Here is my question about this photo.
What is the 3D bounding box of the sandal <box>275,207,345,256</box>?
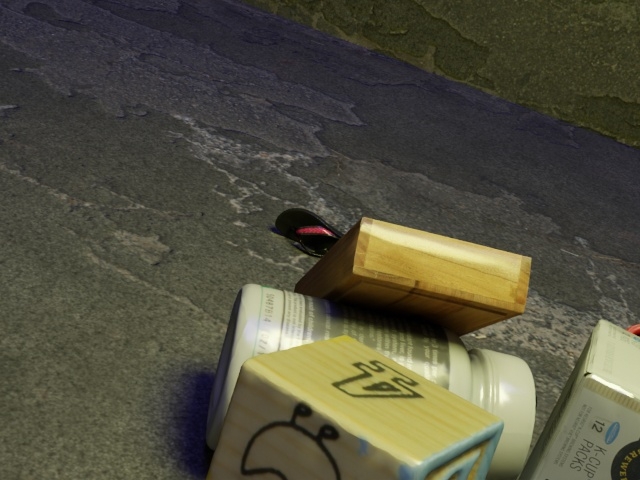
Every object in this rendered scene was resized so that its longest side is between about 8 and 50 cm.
[{"bbox_3d":[0.000,0.000,1.618,0.179,0.067,0.040,27,39,12],"label":"sandal"}]

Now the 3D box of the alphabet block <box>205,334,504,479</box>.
[{"bbox_3d":[0.028,0.223,0.904,0.197,0.192,0.193,25,13,29],"label":"alphabet block"}]

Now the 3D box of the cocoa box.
[{"bbox_3d":[0.284,0.291,0.878,0.228,0.347,0.231,26,13,14],"label":"cocoa box"}]

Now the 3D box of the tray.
[{"bbox_3d":[0.094,0.076,1.240,0.202,0.076,0.411,14,-15,-9],"label":"tray"}]

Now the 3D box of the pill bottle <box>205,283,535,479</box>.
[{"bbox_3d":[0.057,0.186,1.140,0.361,0.204,0.204,13,27,-8],"label":"pill bottle"}]

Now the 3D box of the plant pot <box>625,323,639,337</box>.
[{"bbox_3d":[0.479,0.239,1.327,0.191,0.174,0.191,14,26,-7],"label":"plant pot"}]

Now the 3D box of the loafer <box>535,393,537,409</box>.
[{"bbox_3d":[0.224,0.234,1.325,0.170,0.062,0.061,2,8,-35],"label":"loafer"}]
